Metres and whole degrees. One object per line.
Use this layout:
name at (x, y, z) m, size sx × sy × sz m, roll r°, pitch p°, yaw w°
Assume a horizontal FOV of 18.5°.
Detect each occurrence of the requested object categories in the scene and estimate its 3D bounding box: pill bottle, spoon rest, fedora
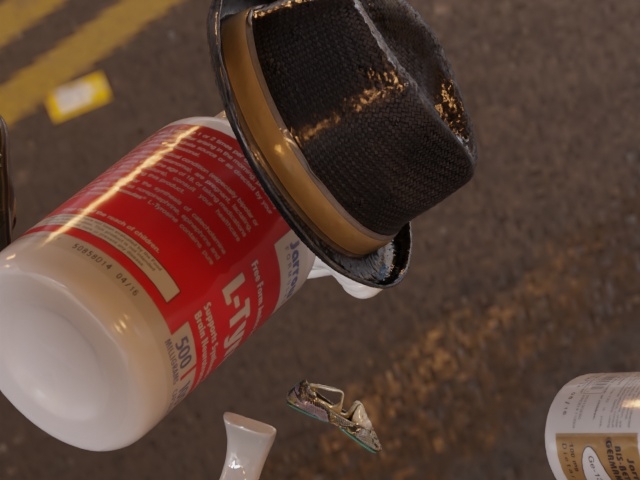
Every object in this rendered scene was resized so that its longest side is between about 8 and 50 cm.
pill bottle at (0.338, 0.191, 1.908) m, size 0.131 × 0.131 × 0.229 m, roll -44°, pitch 20°, yaw -31°
spoon rest at (-0.113, 0.308, 1.910) m, size 0.137 × 0.084 × 0.276 m, roll 18°, pitch 67°, yaw 10°
pill bottle at (-0.149, 0.016, 2.022) m, size 0.229 × 0.229 × 0.407 m, roll 9°, pitch 35°, yaw 34°
fedora at (0.040, -0.125, 1.834) m, size 0.152 × 0.334 × 0.334 m, roll -26°, pitch 31°, yaw 24°

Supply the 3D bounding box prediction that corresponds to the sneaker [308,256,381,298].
sneaker at (0.000, 0.000, 2.415) m, size 0.080 × 0.094 × 0.212 m, roll -46°, pitch 35°, yaw -21°

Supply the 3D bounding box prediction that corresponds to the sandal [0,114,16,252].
sandal at (-0.365, -0.034, 2.115) m, size 0.090 × 0.219 × 0.060 m, roll -1°, pitch -4°, yaw 15°

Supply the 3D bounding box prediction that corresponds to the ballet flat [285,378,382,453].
ballet flat at (0.021, 0.173, 1.972) m, size 0.041 × 0.114 × 0.041 m, roll -54°, pitch 15°, yaw 21°
